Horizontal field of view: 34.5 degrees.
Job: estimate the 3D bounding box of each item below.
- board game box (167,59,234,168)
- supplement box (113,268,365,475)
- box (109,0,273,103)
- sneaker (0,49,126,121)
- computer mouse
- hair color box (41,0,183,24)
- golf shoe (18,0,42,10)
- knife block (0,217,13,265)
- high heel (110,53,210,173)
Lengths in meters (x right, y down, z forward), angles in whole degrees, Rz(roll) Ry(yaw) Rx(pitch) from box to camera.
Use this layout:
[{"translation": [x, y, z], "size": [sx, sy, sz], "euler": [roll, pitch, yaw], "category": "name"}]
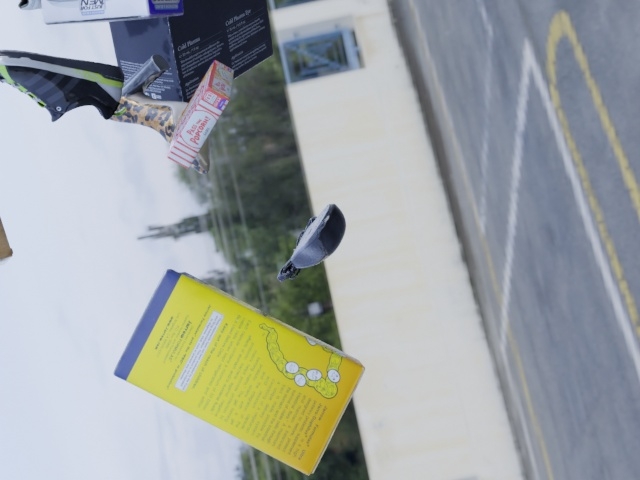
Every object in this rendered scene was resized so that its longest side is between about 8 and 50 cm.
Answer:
[{"translation": [-0.208, -0.225, 1.815], "size": [0.146, 0.045, 0.193], "euler": [-56, 15, 18], "category": "board game box"}, {"translation": [-0.128, 0.211, 1.713], "size": [0.195, 0.357, 0.194], "euler": [-63, -1, -3], "category": "supplement box"}, {"translation": [-0.282, -0.502, 2.247], "size": [0.343, 0.179, 0.312], "euler": [-41, -44, -44], "category": "box"}, {"translation": [-0.399, -0.222, 1.509], "size": [0.084, 0.235, 0.097], "euler": [-146, 63, -70], "category": "sneaker"}, {"translation": [0.000, 0.000, 2.367], "size": [0.188, 0.072, 0.272], "euler": [-60, 7, -23], "category": "computer mouse"}, {"translation": [-0.314, -0.486, 1.478], "size": [0.110, 0.185, 0.338], "euler": [-27, -64, -64], "category": "hair color box"}, {"translation": [-0.692, -0.621, 2.446], "size": [0.069, 0.086, 0.176], "euler": [43, 147, 36], "category": "golf shoe"}, {"translation": [-0.723, 0.006, 1.952], "size": [0.088, 0.242, 0.275], "euler": [-26, 81, 59], "category": "knife block"}, {"translation": [-0.321, -0.212, 2.041], "size": [0.093, 0.186, 0.261], "euler": [-14, -107, -53], "category": "high heel"}]
